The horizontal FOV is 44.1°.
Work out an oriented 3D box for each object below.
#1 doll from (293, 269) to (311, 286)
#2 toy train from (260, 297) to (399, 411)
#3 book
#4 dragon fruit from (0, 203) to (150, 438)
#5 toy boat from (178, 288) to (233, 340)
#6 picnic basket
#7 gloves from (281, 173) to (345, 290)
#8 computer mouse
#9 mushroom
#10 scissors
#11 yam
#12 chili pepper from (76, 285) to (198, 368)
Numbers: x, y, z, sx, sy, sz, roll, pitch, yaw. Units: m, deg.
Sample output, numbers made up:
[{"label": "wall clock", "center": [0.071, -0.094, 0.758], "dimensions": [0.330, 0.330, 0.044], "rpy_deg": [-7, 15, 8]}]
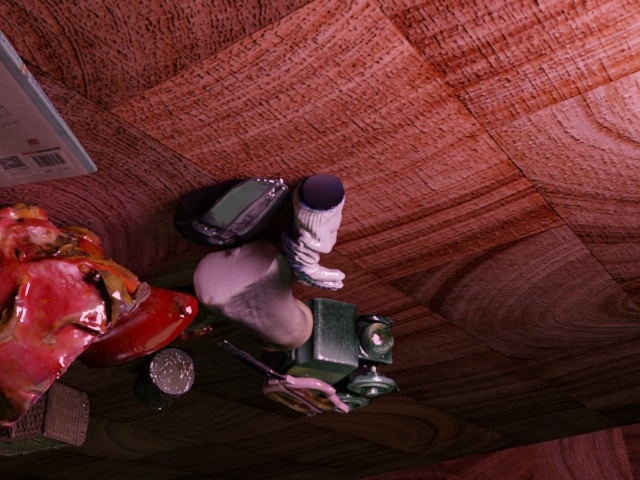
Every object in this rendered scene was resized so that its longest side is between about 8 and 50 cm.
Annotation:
[{"label": "doll", "center": [-0.031, 0.046, 1.305], "dimensions": [0.037, 0.027, 0.125], "rpy_deg": [-6, 154, 14]}, {"label": "toy train", "center": [0.016, 0.233, 1.544], "dimensions": [0.238, 0.167, 0.299], "rpy_deg": [12, 148, -20]}, {"label": "book", "center": [-0.401, -0.135, 0.885], "dimensions": [0.215, 0.025, 0.282], "rpy_deg": [-7, 154, 2]}, {"label": "dragon fruit", "center": [-0.425, 0.082, 1.036], "dimensions": [0.263, 0.314, 0.296], "rpy_deg": [46, 171, -9]}, {"label": "toy boat", "center": [-0.232, 0.130, 1.380], "dimensions": [0.185, 0.089, 0.071], "rpy_deg": [0, 172, 13]}, {"label": "picnic basket", "center": [-0.652, 0.414, 1.808], "dimensions": [0.196, 0.134, 0.154], "rpy_deg": [-14, 149, 16]}, {"label": "gloves", "center": [-0.005, -0.004, 1.139], "dimensions": [0.097, 0.119, 0.229], "rpy_deg": [16, 142, 19]}, {"label": "computer mouse", "center": [-0.128, -0.033, 1.094], "dimensions": [0.192, 0.062, 0.106], "rpy_deg": [-22, 149, 32]}, {"label": "mushroom", "center": [-0.089, 0.102, 1.297], "dimensions": [0.159, 0.122, 0.328], "rpy_deg": [5, 157, 20]}, {"label": "scissors", "center": [-0.077, 0.253, 1.450], "dimensions": [0.160, 0.024, 0.317], "rpy_deg": [-14, 139, 37]}, {"label": "yam", "center": [-0.335, 0.300, 1.680], "dimensions": [0.107, 0.107, 0.183], "rpy_deg": [8, 153, -25]}, {"label": "chili pepper", "center": [-0.295, 0.127, 1.225], "dimensions": [0.253, 0.136, 0.144], "rpy_deg": [-9, 180, 42]}]
